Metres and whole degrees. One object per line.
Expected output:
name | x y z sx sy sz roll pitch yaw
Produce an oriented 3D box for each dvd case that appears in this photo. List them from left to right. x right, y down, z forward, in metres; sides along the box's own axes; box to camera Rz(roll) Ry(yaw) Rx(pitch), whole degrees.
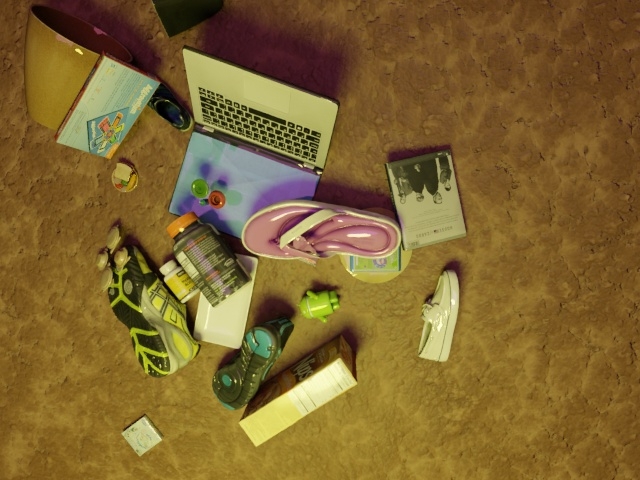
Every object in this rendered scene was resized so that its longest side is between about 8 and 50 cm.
dvd case | 0.281 -0.107 1.174 0.179 0.029 0.239 -13 96 -7

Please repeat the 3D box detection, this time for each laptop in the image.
laptop | -0.193 -0.198 1.117 0.381 0.408 0.236 20 63 1

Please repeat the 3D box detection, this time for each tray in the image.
tray | -0.270 0.164 1.257 0.145 0.030 0.270 12 97 2

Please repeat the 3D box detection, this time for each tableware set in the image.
tableware set | -0.581 0.049 1.221 0.141 0.020 0.169 -50 52 16

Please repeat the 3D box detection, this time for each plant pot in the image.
plant pot | -0.655 -0.420 1.137 0.237 0.237 0.254 36 111 0
plant pot | -0.348 -0.657 1.107 0.167 0.187 0.188 -18 95 -7

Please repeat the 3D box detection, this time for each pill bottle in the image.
pill bottle | -0.399 0.114 1.243 0.065 0.065 0.116 -38 93 7
pill bottle | -0.301 0.045 1.166 0.130 0.130 0.246 -35 92 7

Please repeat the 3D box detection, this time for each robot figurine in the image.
robot figurine | -0.006 0.178 1.221 0.115 0.067 0.101 -16 125 5

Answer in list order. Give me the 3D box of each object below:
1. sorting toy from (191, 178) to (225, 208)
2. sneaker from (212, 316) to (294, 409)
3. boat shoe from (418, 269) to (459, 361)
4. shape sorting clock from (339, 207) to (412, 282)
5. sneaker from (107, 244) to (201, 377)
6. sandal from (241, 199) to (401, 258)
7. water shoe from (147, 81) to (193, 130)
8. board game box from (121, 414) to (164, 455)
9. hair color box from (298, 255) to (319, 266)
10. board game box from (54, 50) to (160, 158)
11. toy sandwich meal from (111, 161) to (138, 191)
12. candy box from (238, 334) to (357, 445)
sorting toy | -0.293 -0.120 1.165 0.102 0.042 0.061 37 109 4
sneaker | -0.182 0.346 1.223 0.125 0.139 0.341 45 120 13
boat shoe | 0.314 0.203 1.189 0.084 0.095 0.258 6 95 -1
shape sorting clock | 0.150 0.013 1.206 0.206 0.040 0.206 0 90 2
sneaker | -0.469 0.188 1.230 0.145 0.147 0.385 -35 75 30
sandal | -0.001 -0.014 1.117 0.416 0.102 0.169 -2 117 4
water shoe | -0.430 -0.379 1.184 0.203 0.080 0.073 39 97 -1
board game box | -0.535 0.587 1.326 0.090 0.020 0.090 -37 92 7
hair color box | -0.018 -0.006 1.214 0.072 0.043 0.141 22 97 2
board game box | -0.548 -0.336 1.131 0.281 0.145 0.027 -43 55 25
toy sandwich meal | -0.553 -0.178 1.239 0.085 0.029 0.086 0 96 4
candy box | -0.052 0.398 1.190 0.316 0.183 0.088 -35 94 7
